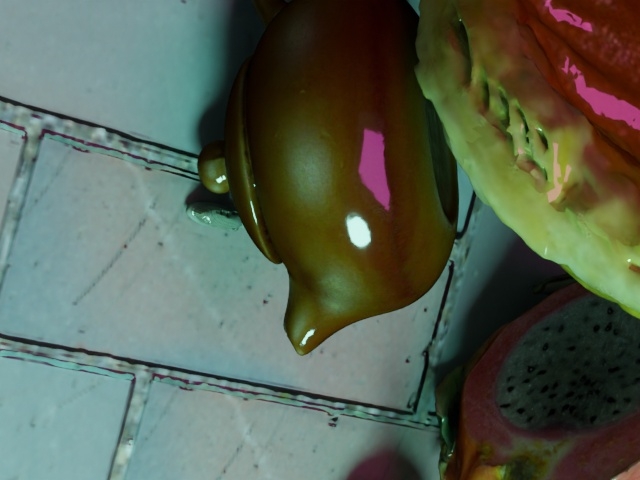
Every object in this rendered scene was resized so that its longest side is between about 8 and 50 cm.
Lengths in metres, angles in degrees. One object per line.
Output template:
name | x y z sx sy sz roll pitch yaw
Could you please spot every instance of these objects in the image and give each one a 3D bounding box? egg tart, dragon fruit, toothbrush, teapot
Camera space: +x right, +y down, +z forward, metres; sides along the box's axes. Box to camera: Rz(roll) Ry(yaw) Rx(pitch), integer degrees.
egg tart | 0.226 -0.073 0.978 0.388 0.388 0.169 -33 159 -33
dragon fruit | 0.200 0.116 1.113 0.290 0.290 0.189 -47 123 -25
toothbrush | -0.001 -0.001 1.063 0.194 0.017 0.014 13 96 -46
teapot | -0.002 -0.067 0.981 0.178 0.135 0.252 27 55 -81
